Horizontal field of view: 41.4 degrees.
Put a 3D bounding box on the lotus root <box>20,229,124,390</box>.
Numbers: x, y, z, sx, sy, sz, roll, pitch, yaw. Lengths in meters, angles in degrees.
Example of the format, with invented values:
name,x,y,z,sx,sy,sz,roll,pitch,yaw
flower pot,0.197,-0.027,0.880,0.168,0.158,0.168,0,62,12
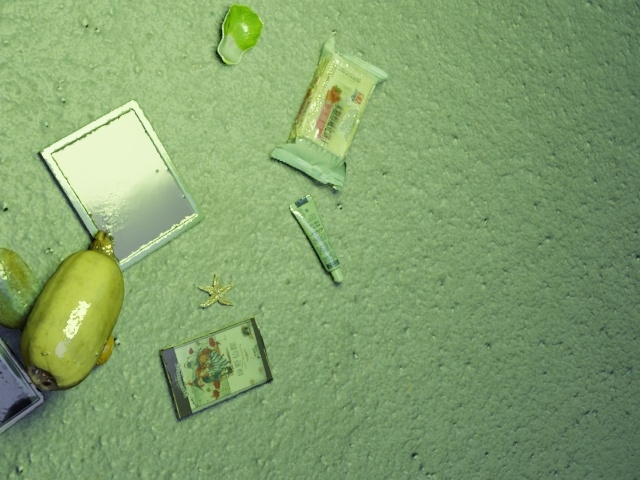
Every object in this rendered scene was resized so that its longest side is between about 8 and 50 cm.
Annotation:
name,x,y,z,sx,sy,sz,roll,pitch,yaw
lotus root,-0.461,0.130,1.630,0.152,0.169,0.342,17,56,3

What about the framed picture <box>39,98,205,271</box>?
name,x,y,z,sx,sy,sz,roll,pitch,yaw
framed picture,-0.406,-0.114,1.761,0.232,0.019,0.296,-34,105,-23

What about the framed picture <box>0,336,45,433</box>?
name,x,y,z,sx,sy,sz,roll,pitch,yaw
framed picture,-0.682,0.262,1.628,0.192,0.018,0.265,-37,106,-23

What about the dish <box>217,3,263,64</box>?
name,x,y,z,sx,sy,sz,roll,pitch,yaw
dish,-0.187,-0.447,1.855,0.091,0.039,0.137,30,78,-29

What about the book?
name,x,y,z,sx,sy,sz,roll,pitch,yaw
book,-0.224,0.276,1.855,0.231,0.026,0.157,-18,99,-26

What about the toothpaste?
name,x,y,z,sx,sy,sz,roll,pitch,yaw
toothpaste,0.000,0.000,1.958,0.062,0.037,0.216,-31,100,-23

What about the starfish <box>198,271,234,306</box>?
name,x,y,z,sx,sy,sz,roll,pitch,yaw
starfish,-0.225,0.120,1.857,0.092,0.016,0.086,-42,107,-26

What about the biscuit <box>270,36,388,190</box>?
name,x,y,z,sx,sy,sz,roll,pitch,yaw
biscuit,0.028,-0.288,1.944,0.186,0.079,0.309,28,77,-22

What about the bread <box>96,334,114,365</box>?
name,x,y,z,sx,sy,sz,roll,pitch,yaw
bread,-0.461,0.213,1.722,0.081,0.046,0.083,-36,107,-19

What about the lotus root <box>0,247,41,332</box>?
name,x,y,z,sx,sy,sz,roll,pitch,yaw
lotus root,-0.596,0.105,1.631,0.113,0.088,0.192,-37,113,-28
